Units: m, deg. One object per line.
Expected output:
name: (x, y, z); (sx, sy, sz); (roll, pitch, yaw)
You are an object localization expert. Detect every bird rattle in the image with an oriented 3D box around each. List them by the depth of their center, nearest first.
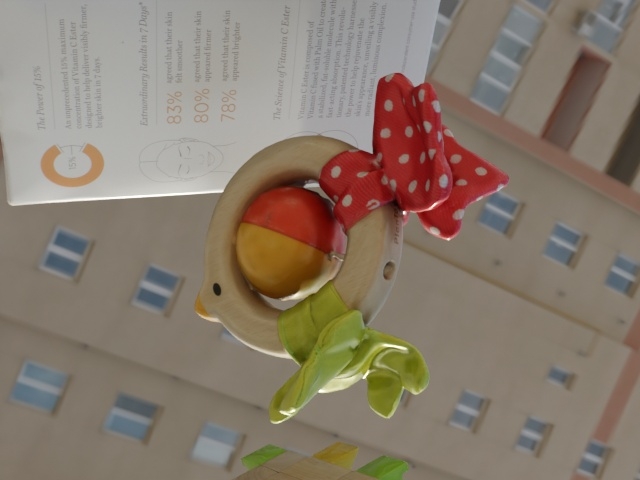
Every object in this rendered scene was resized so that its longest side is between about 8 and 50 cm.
bird rattle: (0.000, 0.000, 0.782); (0.207, 0.143, 0.253); (16, -84, 34)

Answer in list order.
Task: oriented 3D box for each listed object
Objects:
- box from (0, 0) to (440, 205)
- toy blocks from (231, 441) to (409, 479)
box: (-0.097, -0.170, 0.928); (0.168, 0.345, 0.215); (-107, -162, -44)
toy blocks: (0.034, 0.416, 1.336); (0.381, 0.190, 0.261); (2, -70, 56)
